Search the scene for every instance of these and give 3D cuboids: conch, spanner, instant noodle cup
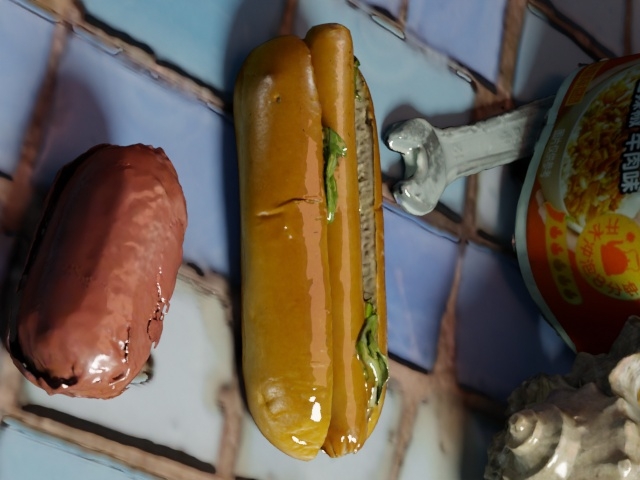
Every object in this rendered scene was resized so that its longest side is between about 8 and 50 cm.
[{"bbox_3d":[0.192,0.150,1.199,0.245,0.163,0.178,39,90,-35],"label":"conch"},{"bbox_3d":[0.138,-0.075,1.300,0.302,0.017,0.071,-17,95,-49],"label":"spanner"},{"bbox_3d":[0.313,-0.017,1.250,0.294,0.307,0.294,5,84,-52],"label":"instant noodle cup"}]

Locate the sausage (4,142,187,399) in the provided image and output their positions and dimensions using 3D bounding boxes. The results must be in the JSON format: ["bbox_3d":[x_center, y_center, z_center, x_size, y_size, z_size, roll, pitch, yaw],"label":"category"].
[{"bbox_3d":[-0.110,0.016,0.959,0.076,0.076,0.141,36,56,-38],"label":"sausage"}]

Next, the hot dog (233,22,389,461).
[{"bbox_3d":[0.000,0.000,1.090,0.100,0.068,0.250,4,79,-49],"label":"hot dog"}]
